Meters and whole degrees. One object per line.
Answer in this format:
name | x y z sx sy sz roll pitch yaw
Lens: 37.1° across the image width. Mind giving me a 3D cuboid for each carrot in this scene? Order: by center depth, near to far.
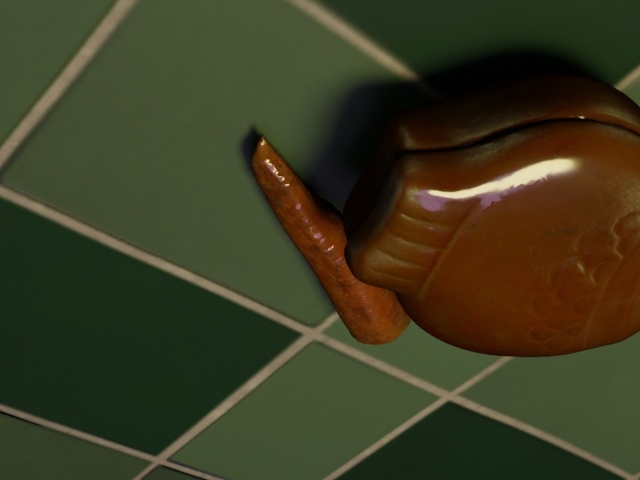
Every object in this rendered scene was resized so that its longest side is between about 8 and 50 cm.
carrot | 0.000 0.000 0.742 0.057 0.057 0.224 -24 131 15

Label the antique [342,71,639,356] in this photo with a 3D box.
antique | 0.153 -0.017 0.689 0.278 0.129 0.223 7 134 -16
